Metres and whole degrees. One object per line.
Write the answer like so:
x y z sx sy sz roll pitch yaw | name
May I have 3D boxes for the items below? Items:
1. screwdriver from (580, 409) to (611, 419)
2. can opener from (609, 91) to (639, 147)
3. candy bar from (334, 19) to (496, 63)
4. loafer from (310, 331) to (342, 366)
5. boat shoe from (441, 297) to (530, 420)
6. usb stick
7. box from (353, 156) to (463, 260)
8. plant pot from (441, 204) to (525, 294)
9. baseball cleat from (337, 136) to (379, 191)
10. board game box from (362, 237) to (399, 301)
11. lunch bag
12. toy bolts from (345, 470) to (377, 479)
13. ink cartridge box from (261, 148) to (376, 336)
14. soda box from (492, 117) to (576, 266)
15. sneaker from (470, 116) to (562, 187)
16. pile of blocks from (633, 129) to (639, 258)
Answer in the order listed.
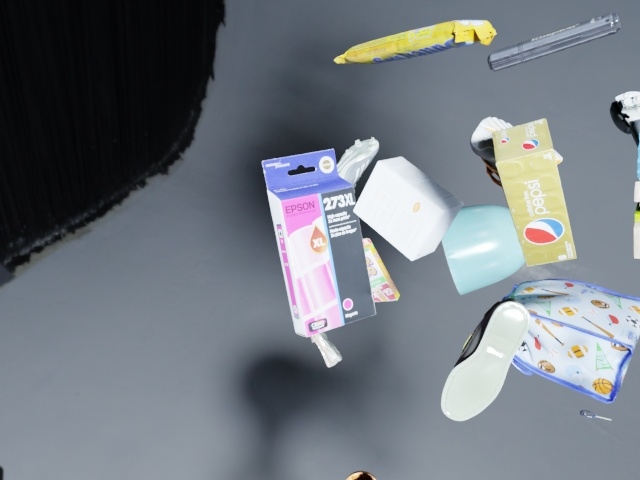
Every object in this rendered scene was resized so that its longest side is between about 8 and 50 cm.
0.889 0.570 1.862 0.170 0.025 0.024 25 -6 -31 | screwdriver
0.781 -0.254 1.387 0.074 0.093 0.280 -7 51 5 | can opener
0.068 -0.152 0.451 0.040 0.018 0.161 -9 14 -29 | candy bar
-0.003 0.228 1.304 0.125 0.039 0.045 52 14 15 | loafer
0.278 0.200 0.978 0.081 0.228 0.068 31 11 8 | boat shoe
0.509 -0.436 1.280 0.278 0.045 0.077 -11 18 30 | usb stick
0.174 -0.067 1.167 0.170 0.130 0.091 43 36 24 | box
0.542 0.011 1.924 0.235 0.293 0.293 -17 38 17 | plant pot
0.079 -0.173 1.494 0.206 0.109 0.072 -41 47 -17 | baseball cleat
0.160 0.104 1.946 0.124 0.259 0.039 -9 32 36 | board game box
0.718 0.263 1.716 0.385 0.239 0.328 20 27 28 | lunch bag
0.091 0.757 1.555 0.228 0.158 0.218 -35 86 3 | toy bolts
0.000 0.000 1.212 0.175 0.371 0.069 -14 5 -27 | ink cartridge box
0.254 -0.051 0.683 0.061 0.181 0.058 -13 43 23 | soda box
0.272 -0.113 0.829 0.215 0.083 0.084 5 44 -46 | sneaker
0.704 -0.139 1.163 0.112 0.362 0.149 5 17 34 | pile of blocks
